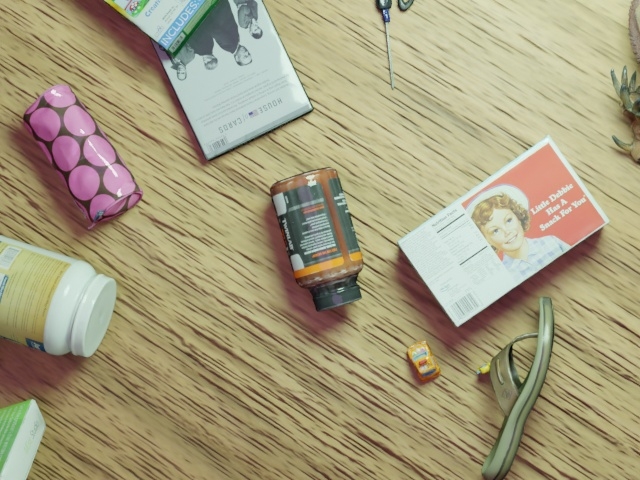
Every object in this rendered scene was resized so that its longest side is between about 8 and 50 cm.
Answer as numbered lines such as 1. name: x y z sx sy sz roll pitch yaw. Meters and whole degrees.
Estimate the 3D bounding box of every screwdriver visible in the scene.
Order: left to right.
1. screwdriver: 0.102 -0.309 1.760 0.025 0.024 0.170 -13 95 -23

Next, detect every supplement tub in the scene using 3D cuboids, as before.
1. supplement tub: -0.416 0.085 1.747 0.200 0.144 0.144 17 91 6
2. supplement tub: 0.000 0.000 1.723 0.106 0.106 0.198 -16 87 6

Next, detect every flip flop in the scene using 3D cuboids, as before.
1. flip flop: 0.273 0.209 1.697 0.080 0.112 0.277 21 97 11

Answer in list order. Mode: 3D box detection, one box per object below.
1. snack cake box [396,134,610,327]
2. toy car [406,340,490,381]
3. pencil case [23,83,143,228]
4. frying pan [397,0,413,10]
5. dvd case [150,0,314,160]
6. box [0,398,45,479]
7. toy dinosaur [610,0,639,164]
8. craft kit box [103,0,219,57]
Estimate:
1. snack cake box: 0.259 -0.011 1.703 0.264 0.089 0.152 -35 84 5
2. toy car: 0.188 0.172 1.733 0.122 0.040 0.060 -9 89 6
3. pencil case: -0.360 -0.125 1.773 0.098 0.095 0.209 -36 84 20
4. frying pan: 0.148 -0.525 1.743 0.197 0.053 0.326 38 90 6
5. dvd case: -0.140 -0.263 1.778 0.179 0.029 0.238 -25 87 5
6. box: -0.566 0.345 1.685 0.322 0.232 0.058 -19 110 6
7. toy dinosaur: 0.484 -0.270 1.669 0.200 0.127 0.295 -15 82 13
8. craft kit box: -0.237 -0.442 1.760 0.246 0.061 0.250 39 91 9
